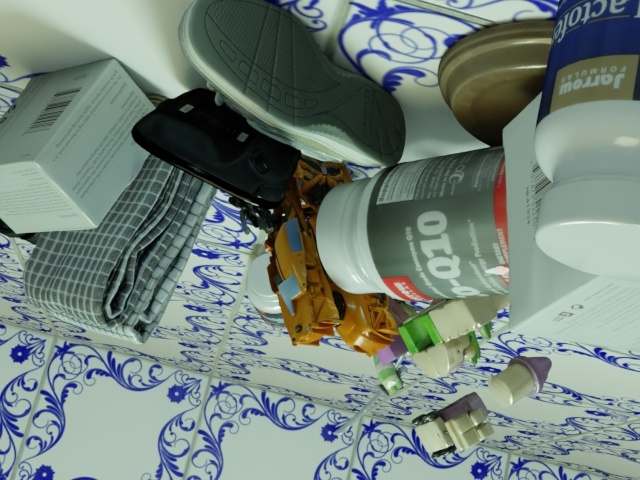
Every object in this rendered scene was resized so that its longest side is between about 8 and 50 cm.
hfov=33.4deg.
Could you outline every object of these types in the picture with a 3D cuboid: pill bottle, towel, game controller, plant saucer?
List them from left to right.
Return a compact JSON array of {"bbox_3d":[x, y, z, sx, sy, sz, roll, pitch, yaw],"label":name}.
[{"bbox_3d":[-0.267,-0.018,1.432,0.121,0.284,0.235,34,162,-36],"label":"towel"},{"bbox_3d":[-0.105,-0.107,1.178,0.166,0.067,0.319,19,-167,-1],"label":"game controller"},{"bbox_3d":[-0.078,0.088,1.932,0.108,0.108,0.180,10,162,11],"label":"pill bottle"},{"bbox_3d":[0.143,-0.015,1.189,0.283,0.161,0.161,-8,153,41],"label":"pill bottle"},{"bbox_3d":[0.254,-0.136,1.090,0.277,0.041,0.278,12,164,4],"label":"plant saucer"},{"bbox_3d":[0.243,-0.111,0.792,0.153,0.265,0.153,12,162,4],"label":"pill bottle"}]

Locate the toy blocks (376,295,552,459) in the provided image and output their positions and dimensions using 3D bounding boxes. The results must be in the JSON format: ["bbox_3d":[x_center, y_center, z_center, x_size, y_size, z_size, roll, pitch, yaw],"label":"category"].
[{"bbox_3d":[0.234,0.089,1.470,0.260,0.309,0.288,-25,174,-31],"label":"toy blocks"}]

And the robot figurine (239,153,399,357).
[{"bbox_3d":[0.000,0.000,1.350,0.211,0.291,0.085,13,142,-44],"label":"robot figurine"}]

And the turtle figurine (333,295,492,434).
[{"bbox_3d":[0.171,0.206,1.925,0.266,0.275,0.198,-7,171,28],"label":"turtle figurine"}]

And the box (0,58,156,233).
[{"bbox_3d":[-0.317,-0.113,1.319,0.182,0.181,0.119,-3,136,41],"label":"box"}]

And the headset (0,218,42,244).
[{"bbox_3d":[-0.397,-0.060,1.735,0.243,0.185,0.394,25,175,-21],"label":"headset"}]

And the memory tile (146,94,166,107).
[{"bbox_3d":[-0.221,-0.166,1.403,0.148,0.012,0.113,11,163,10],"label":"memory tile"}]

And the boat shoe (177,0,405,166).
[{"bbox_3d":[-0.037,-0.155,1.128,0.103,0.118,0.320,-8,160,40],"label":"boat shoe"}]

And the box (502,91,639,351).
[{"bbox_3d":[0.360,-0.015,0.981,0.345,0.215,0.168,10,156,-15],"label":"box"}]
